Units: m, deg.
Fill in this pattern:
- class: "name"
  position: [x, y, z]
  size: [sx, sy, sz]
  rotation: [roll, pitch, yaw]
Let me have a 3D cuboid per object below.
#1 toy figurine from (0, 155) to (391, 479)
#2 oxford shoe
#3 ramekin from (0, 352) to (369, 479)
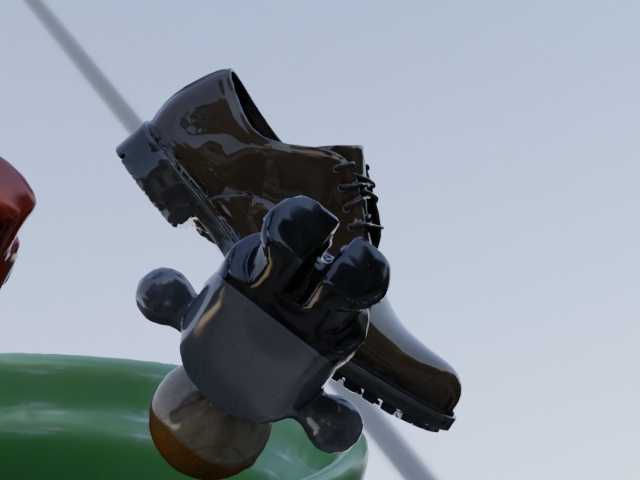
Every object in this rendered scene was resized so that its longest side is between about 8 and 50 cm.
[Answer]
- class: "toy figurine"
  position: [-0.069, 0.090, 0.513]
  size: [0.210, 0.213, 0.148]
  rotation: [6, -44, -32]
- class: "oxford shoe"
  position: [0.000, 0.000, 0.783]
  size: [0.096, 0.227, 0.083]
  rotation: [-44, -12, 6]
- class: "ramekin"
  position: [-0.133, 0.153, 0.711]
  size: [0.303, 0.303, 0.148]
  rotation: [-3, -80, -44]
